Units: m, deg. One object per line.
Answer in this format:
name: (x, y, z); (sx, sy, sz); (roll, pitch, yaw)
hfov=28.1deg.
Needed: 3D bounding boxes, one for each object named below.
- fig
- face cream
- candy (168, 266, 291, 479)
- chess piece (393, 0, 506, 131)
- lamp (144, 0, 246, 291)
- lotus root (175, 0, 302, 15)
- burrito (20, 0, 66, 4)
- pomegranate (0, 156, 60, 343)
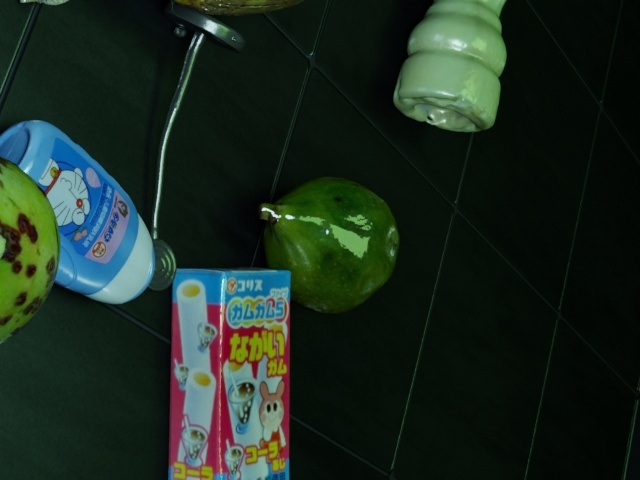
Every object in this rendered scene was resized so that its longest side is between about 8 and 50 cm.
fig: (0.000, 0.000, 1.792); (0.245, 0.195, 0.195); (28, 68, -62)
face cream: (-0.282, -0.018, 1.479); (0.264, 0.083, 0.149); (48, 56, -45)
candy: (-0.118, 0.188, 1.705); (0.157, 0.100, 0.306); (2, 88, -55)
chess piece: (0.247, -0.413, 2.135); (0.234, 0.234, 0.442); (28, 73, -52)
lamp: (-0.173, -0.122, 1.611); (0.130, 0.108, 0.371); (26, 70, -48)
lotus root: (-0.098, -0.391, 1.633); (0.196, 0.179, 0.397); (49, 32, 15)
burrito: (-0.294, -0.376, 1.475); (0.058, 0.063, 0.229); (17, 76, -25)
pomegranate: (-0.364, -0.026, 1.231); (0.242, 0.242, 0.306); (39, 54, -48)
